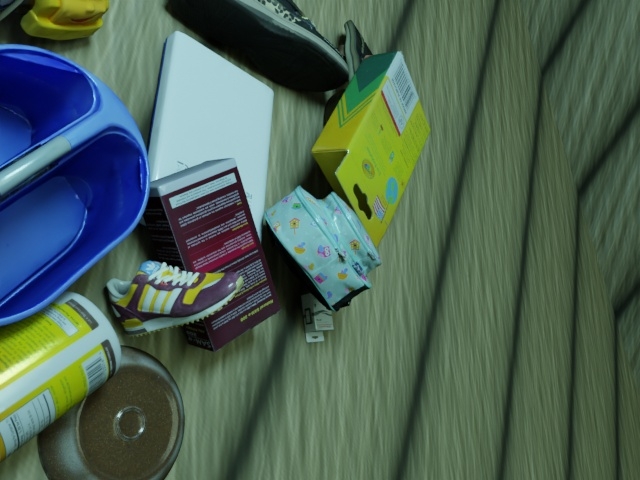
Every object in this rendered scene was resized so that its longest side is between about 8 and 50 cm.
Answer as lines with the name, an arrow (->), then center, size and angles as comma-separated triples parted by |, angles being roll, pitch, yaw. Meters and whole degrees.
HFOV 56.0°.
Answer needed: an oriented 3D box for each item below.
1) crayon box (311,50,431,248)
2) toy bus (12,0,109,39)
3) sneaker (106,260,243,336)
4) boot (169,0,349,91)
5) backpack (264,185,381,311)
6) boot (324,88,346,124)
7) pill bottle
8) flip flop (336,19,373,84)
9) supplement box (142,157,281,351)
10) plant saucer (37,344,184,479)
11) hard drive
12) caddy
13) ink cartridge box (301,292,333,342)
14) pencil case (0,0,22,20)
crayon box -> 0.095, -0.169, 1.112 | 0.202, 0.081, 0.318 | 58, 47, -41
toy bus -> -0.309, -0.389, 0.738 | 0.220, 0.212, 0.149 | 67, 25, -9
sneaker -> -0.187, 0.060, 0.751 | 0.083, 0.186, 0.069 | 65, 20, -14
boot -> -0.090, -0.461, 1.098 | 0.378, 0.138, 0.284 | 19, 63, -38
backpack -> 0.000, 0.000, 0.987 | 0.188, 0.144, 0.166 | 44, 10, -29
boot -> 0.077, -0.187, 1.228 | 0.165, 0.077, 0.213 | 36, 45, -36
pill bottle -> -0.321, 0.149, 0.614 | 0.215, 0.117, 0.117 | -39, 106, -48
flip flop -> 0.065, -0.369, 1.270 | 0.112, 0.080, 0.277 | 47, 30, -39
supplement box -> -0.153, 0.018, 0.843 | 0.130, 0.073, 0.239 | -29, 111, -39
plant saucer -> -0.242, 0.227, 0.744 | 0.199, 0.036, 0.198 | 21, 61, -43
hard drive -> -0.171, -0.145, 0.956 | 0.210, 0.040, 0.318 | 24, 60, -42
caddy -> -0.335, -0.057, 0.627 | 0.241, 0.179, 0.341 | 57, 42, -20
ink cartridge box -> -0.004, 0.135, 1.057 | 0.048, 0.028, 0.083 | 5, 73, -48
pencil case -> -0.448, -0.371, 0.559 | 0.410, 0.160, 0.183 | 37, 38, -18
